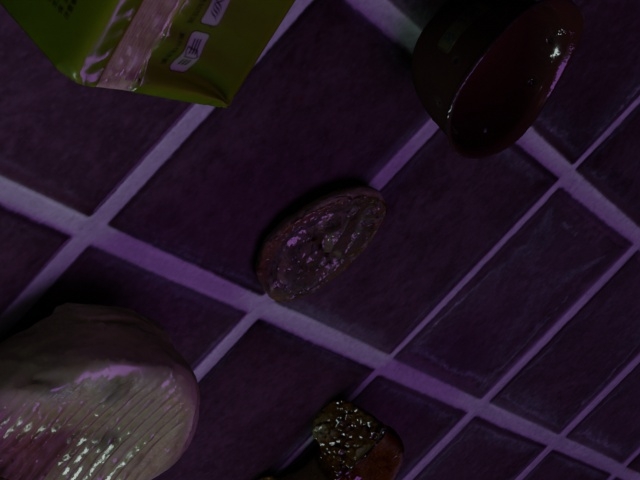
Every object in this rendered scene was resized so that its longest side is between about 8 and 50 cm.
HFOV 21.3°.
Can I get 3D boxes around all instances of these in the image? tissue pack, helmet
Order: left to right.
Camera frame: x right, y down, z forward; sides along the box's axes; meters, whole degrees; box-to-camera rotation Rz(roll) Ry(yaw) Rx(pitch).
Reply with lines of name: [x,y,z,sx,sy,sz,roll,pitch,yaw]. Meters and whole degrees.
tissue pack: [-0.090,-0.256,1.090,0.167,0.200,0.275,3,128,-50]
helmet: [0.150,-0.174,1.574,0.175,0.106,0.155,-47,149,1]

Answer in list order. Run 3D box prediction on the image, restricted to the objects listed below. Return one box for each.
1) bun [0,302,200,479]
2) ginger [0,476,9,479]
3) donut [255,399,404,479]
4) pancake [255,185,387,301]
bun: [-0.221,0.142,1.546,0.237,0.116,0.210,10,127,-36]
ginger: [-0.369,0.274,1.508,0.275,0.130,0.221,-29,151,21]
donut: [0.003,0.282,2.022,0.217,0.085,0.141,-44,151,6]
pancake: [0.000,0.000,1.708,0.158,0.028,0.158,-29,151,-18]
